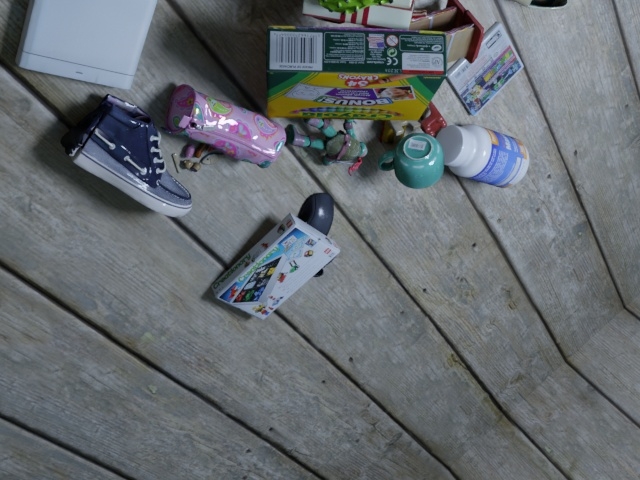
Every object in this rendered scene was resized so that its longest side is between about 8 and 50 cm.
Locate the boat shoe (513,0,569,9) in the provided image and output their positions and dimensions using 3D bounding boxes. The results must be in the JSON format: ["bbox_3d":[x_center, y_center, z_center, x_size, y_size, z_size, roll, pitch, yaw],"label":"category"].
[{"bbox_3d":[0.520,-0.661,2.000,0.302,0.103,0.113,2,120,-35],"label":"boat shoe"}]

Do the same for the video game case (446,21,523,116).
[{"bbox_3d":[0.453,-0.468,2.154,0.201,0.023,0.183,-46,135,1],"label":"video game case"}]

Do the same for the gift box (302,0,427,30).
[{"bbox_3d":[0.111,-0.579,1.653,0.255,0.276,0.258,13,119,9],"label":"gift box"}]

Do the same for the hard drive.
[{"bbox_3d":[-0.434,-0.484,1.525,0.233,0.047,0.353,6,117,-37],"label":"hard drive"}]

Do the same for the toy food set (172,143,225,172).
[{"bbox_3d":[-0.285,-0.201,1.851,0.122,0.019,0.078,-26,132,-16],"label":"toy food set"}]

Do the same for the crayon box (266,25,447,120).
[{"bbox_3d":[0.064,-0.352,1.699,0.362,0.313,0.106,1,81,-3],"label":"crayon box"}]

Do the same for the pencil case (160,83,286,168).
[{"bbox_3d":[-0.216,-0.255,1.787,0.284,0.124,0.124,18,110,-42],"label":"pencil case"}]

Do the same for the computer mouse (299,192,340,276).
[{"bbox_3d":[0.000,0.000,2.162,0.184,0.060,0.262,13,114,-39],"label":"computer mouse"}]

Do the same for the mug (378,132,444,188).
[{"bbox_3d":[0.240,-0.205,2.006,0.157,0.129,0.097,-29,152,-7],"label":"mug"}]

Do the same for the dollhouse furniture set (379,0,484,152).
[{"bbox_3d":[0.255,-0.415,2.001,0.201,0.152,0.374,-21,148,-21],"label":"dollhouse furniture set"}]

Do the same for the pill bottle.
[{"bbox_3d":[0.454,-0.245,2.225,0.272,0.152,0.152,10,115,-39],"label":"pill bottle"}]

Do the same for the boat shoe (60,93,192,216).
[{"bbox_3d":[-0.382,-0.181,1.721,0.158,0.127,0.340,-46,135,14],"label":"boat shoe"}]

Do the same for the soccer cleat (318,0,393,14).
[{"bbox_3d":[0.079,-0.488,1.528,0.060,0.178,0.072,49,51,-48],"label":"soccer cleat"}]

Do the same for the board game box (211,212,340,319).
[{"bbox_3d":[-0.119,0.077,2.101,0.305,0.053,0.193,-42,136,16],"label":"board game box"}]

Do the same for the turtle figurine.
[{"bbox_3d":[0.040,-0.256,1.971,0.234,0.118,0.175,16,112,-34],"label":"turtle figurine"}]
